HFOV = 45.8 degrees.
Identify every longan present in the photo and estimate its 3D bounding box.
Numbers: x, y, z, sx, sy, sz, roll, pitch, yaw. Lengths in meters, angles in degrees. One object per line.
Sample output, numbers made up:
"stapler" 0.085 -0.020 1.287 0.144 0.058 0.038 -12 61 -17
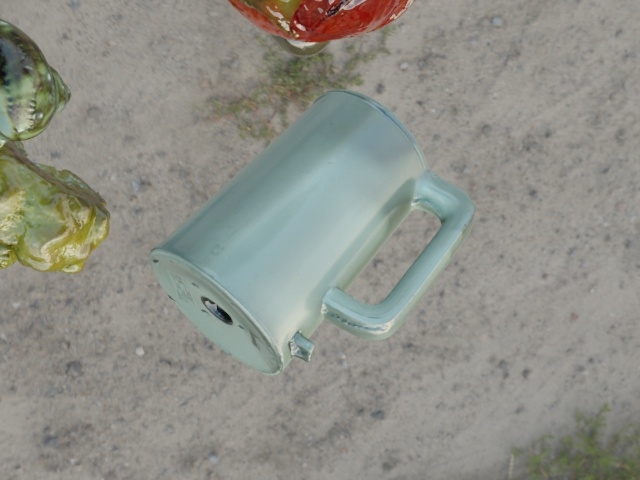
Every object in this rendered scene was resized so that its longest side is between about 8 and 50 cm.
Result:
"longan" -0.040 -0.525 1.708 0.198 0.198 0.212 21 90 -29

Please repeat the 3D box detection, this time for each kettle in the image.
"kettle" -0.009 -0.012 0.914 0.318 0.265 0.205 -47 124 -26

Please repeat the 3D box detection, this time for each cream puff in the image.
"cream puff" -0.460 -0.044 1.148 0.282 0.282 0.185 34 91 -30

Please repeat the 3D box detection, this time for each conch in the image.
"conch" -0.392 -0.169 0.876 0.182 0.124 0.187 21 119 -19

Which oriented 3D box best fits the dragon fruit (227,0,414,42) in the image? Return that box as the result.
"dragon fruit" 0.018 -0.258 0.606 0.218 0.148 0.223 -36 122 -2
